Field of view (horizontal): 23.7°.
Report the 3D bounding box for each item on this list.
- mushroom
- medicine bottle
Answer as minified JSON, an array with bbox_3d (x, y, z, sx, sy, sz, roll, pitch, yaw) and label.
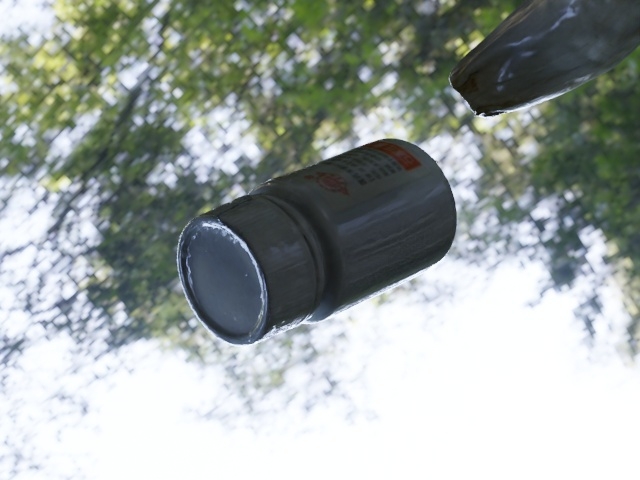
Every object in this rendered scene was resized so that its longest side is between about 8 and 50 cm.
[{"bbox_3d":[0.238,-0.214,1.287,0.122,0.351,0.095,-2,-117,-34],"label":"mushroom"},{"bbox_3d":[0.000,0.000,1.415,0.252,0.144,0.144,-26,-97,-43],"label":"medicine bottle"}]
